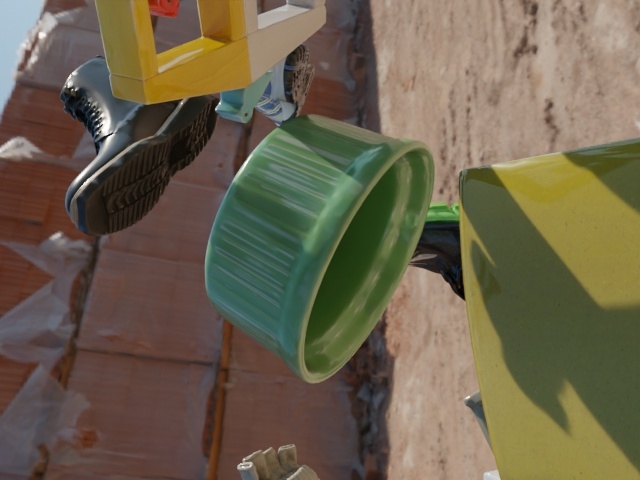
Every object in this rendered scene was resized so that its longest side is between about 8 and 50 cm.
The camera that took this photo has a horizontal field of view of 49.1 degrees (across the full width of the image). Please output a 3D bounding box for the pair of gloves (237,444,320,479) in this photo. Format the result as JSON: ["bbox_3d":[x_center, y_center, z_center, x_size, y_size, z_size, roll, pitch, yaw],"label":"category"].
[{"bbox_3d":[-0.082,0.345,0.757,0.042,0.240,0.204,-32,73,55],"label":"pair of gloves"}]

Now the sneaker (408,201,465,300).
[{"bbox_3d":[0.279,0.052,1.088,0.185,0.482,0.202,7,-88,-64],"label":"sneaker"}]

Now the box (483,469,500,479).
[{"bbox_3d":[0.491,0.535,1.318,0.168,0.345,0.215,0,91,61],"label":"box"}]

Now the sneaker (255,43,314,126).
[{"bbox_3d":[-0.056,-0.189,0.824,0.211,0.081,0.080,87,-159,-82],"label":"sneaker"}]

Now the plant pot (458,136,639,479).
[{"bbox_3d":[0.211,0.066,0.399,0.212,0.212,0.187,-4,72,55],"label":"plant pot"}]

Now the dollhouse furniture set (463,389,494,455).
[{"bbox_3d":[0.373,0.328,1.060,0.302,0.151,0.197,66,158,18],"label":"dollhouse furniture set"}]

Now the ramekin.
[{"bbox_3d":[0.000,0.000,0.831,0.303,0.148,0.303,-49,-25,-33],"label":"ramekin"}]

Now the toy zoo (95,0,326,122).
[{"bbox_3d":[-0.061,-0.207,0.411,0.192,0.030,0.293,-40,-42,-46],"label":"toy zoo"}]

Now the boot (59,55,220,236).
[{"bbox_3d":[-0.194,-0.090,0.614,0.198,0.137,0.077,-56,-12,-52],"label":"boot"}]
